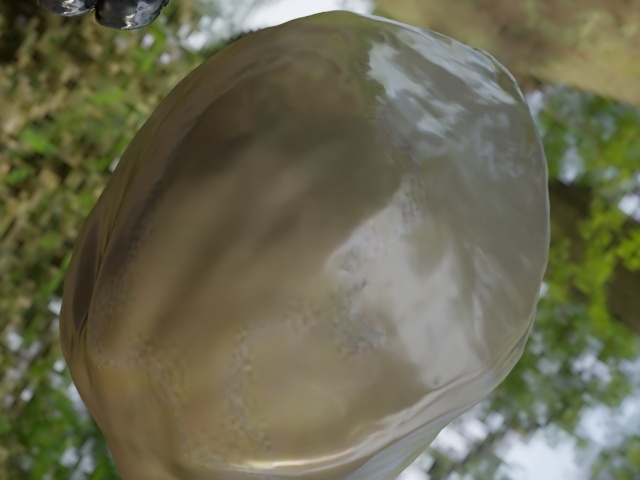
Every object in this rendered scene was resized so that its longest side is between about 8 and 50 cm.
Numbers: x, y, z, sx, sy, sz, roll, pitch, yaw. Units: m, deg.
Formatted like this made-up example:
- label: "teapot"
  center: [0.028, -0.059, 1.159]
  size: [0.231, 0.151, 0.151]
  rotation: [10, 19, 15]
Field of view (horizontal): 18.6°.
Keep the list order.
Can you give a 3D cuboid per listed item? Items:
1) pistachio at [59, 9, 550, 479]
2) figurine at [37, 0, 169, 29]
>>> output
- label: "pistachio"
  center: [0.000, 0.000, 0.938]
  size: [0.226, 0.207, 0.332]
  rotation: [1, -147, 18]
- label: "figurine"
  center: [-0.067, -0.153, 0.693]
  size: [0.087, 0.086, 0.149]
  rotation: [-44, 145, -52]
